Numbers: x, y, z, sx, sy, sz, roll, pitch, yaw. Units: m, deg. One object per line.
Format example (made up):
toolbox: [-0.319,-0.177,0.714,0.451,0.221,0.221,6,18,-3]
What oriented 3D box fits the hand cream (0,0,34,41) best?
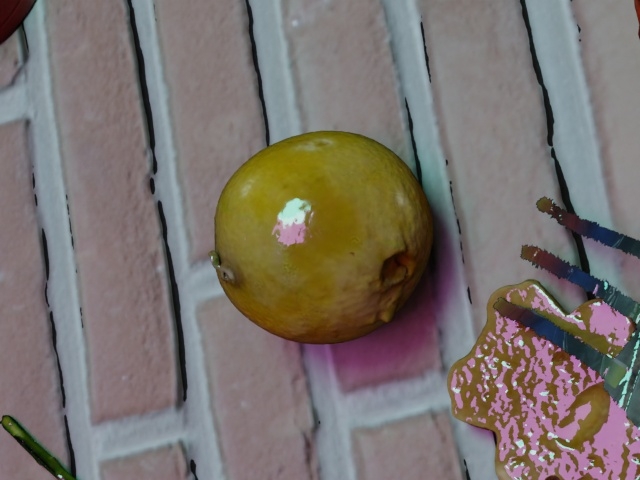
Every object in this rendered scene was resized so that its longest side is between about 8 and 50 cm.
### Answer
hand cream: [-0.318,-0.242,1.127,0.193,0.125,0.193,-5,79,27]

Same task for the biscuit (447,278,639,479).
biscuit: [0.163,0.100,0.871,0.184,0.027,0.133,20,91,28]

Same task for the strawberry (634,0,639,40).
strawberry: [0.294,-0.156,0.697,0.291,0.310,0.292,-4,62,7]

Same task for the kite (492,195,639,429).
kite: [0.181,0.045,0.787,0.245,0.015,0.141,33,98,54]

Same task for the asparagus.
asparagus: [-0.183,0.176,1.063,0.166,0.013,0.016,35,112,28]

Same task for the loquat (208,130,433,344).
loquat: [0.000,0.000,0.914,0.141,0.141,0.141,-4,82,29]
